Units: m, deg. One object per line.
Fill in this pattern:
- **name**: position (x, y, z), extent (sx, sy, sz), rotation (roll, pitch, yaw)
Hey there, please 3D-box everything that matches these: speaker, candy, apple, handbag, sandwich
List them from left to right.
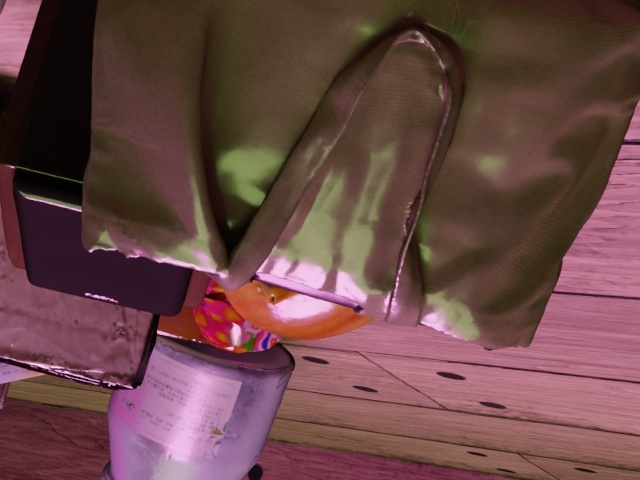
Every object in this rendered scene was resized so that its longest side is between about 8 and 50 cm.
- **speaker**: position (-0.134, -0.069, 0.847), extent (0.153, 0.192, 0.231), rotation (14, 159, -6)
- **sandwich**: position (-0.238, 0.079, 1.581), extent (0.258, 0.096, 0.094), rotation (17, 169, -16)
- **candy**: position (-0.205, 0.029, 1.421), extent (0.366, 0.124, 0.124), rotation (23, 163, -4)
- **apple**: position (0.000, 0.000, 1.011), extent (0.199, 0.199, 0.199), rotation (12, 164, 4)
- **handbag**: position (0.021, -0.073, 0.661), extent (0.316, 0.253, 0.109), rotation (14, -157, -10)

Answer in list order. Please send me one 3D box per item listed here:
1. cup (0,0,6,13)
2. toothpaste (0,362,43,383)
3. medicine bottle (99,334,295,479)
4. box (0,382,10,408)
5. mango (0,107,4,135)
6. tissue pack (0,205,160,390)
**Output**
- **cup**: position (-0.269, -0.167, 0.707), extent (0.136, 0.133, 0.099), rotation (25, 159, -36)
- **toothpaste**: position (-0.405, 0.133, 1.446), extent (0.071, 0.089, 0.313), rotation (33, -170, 15)
- **medicine bottle**: position (-0.195, 0.273, 1.726), extent (0.245, 0.289, 0.245), rotation (17, -170, -3)
- **box**: position (-0.489, 0.093, 1.568), extent (0.156, 0.231, 0.149), rotation (8, 162, 15)
- **mango**: position (-0.353, -0.109, 1.065), extent (0.122, 0.085, 0.191), rotation (-3, 176, -20)
- **tissue pack**: position (-0.258, 0.032, 1.171), extent (0.210, 0.198, 0.370), rotation (18, 173, -8)
